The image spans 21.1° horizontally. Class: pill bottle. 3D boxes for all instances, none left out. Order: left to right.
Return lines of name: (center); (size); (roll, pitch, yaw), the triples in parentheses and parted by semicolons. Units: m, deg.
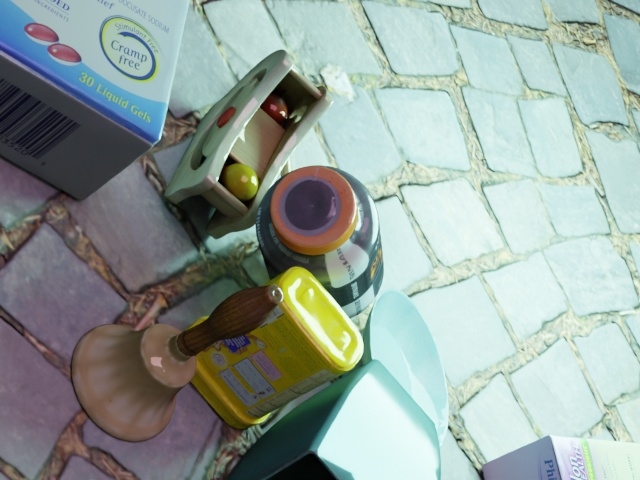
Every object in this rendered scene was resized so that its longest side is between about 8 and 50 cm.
pill bottle: (0.000, 0.000, 1.823); (0.245, 0.130, 0.130); (77, -4, -73)

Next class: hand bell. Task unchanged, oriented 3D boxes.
hand bell: (-0.121, 0.094, 1.650); (0.126, 0.242, 0.126); (24, 51, -33)

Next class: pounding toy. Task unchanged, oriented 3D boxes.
pounding toy: (-0.046, -0.101, 1.917); (0.155, 0.154, 0.269); (41, 43, -19)

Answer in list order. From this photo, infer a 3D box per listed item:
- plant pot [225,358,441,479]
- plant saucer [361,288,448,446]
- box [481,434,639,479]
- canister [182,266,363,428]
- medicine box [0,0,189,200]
plant pot: (0.021, 0.240, 1.773); (0.166, 0.165, 0.234); (48, 33, -12)
plant saucer: (0.088, 0.153, 1.958); (0.195, 0.037, 0.195); (44, 37, -47)
box: (0.332, 0.356, 2.043); (0.243, 0.117, 0.213); (11, 59, -42)
canister: (-0.052, 0.111, 1.765); (0.126, 0.170, 0.073); (51, 41, -9)
medicine box: (-0.286, -0.237, 1.764); (0.263, 0.149, 0.289); (31, 48, -29)
